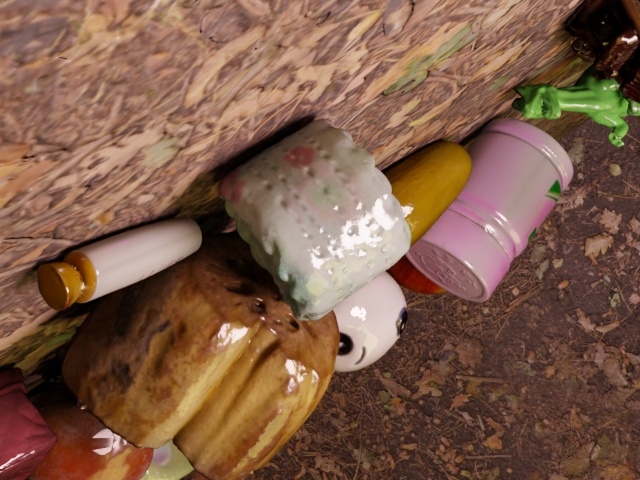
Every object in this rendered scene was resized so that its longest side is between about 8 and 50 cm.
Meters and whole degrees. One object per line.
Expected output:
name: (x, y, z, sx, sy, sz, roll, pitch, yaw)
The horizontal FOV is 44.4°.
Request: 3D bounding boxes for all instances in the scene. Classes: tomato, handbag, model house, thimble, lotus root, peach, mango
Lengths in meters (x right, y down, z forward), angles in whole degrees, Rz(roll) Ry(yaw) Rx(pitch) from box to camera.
tomato: (-0.344, 0.297, 1.179, 0.214, 0.180, 0.155, -4, 172, -32)
handbag: (-0.448, 0.270, 1.030, 0.146, 0.135, 0.225, -25, 164, -44)
model house: (0.534, -0.265, 1.203, 0.297, 0.282, 0.317, -32, 171, -17)
thimble: (-0.005, -0.015, 0.849, 0.149, 0.185, 0.211, -34, 148, -10)
lotus root: (-0.129, 0.133, 0.951, 0.250, 0.316, 0.316, -49, 166, 24)
peach: (0.256, -0.013, 1.795, 0.281, 0.238, 0.280, 17, 90, -88)
mango: (0.142, -0.063, 1.406, 0.332, 0.142, 0.195, -41, 177, -3)

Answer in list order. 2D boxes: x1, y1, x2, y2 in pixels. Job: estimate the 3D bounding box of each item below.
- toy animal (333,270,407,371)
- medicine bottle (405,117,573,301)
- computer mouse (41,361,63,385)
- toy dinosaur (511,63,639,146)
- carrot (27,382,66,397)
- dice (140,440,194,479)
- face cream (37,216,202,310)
toy animal: (-0.005, 0.070, 1.143, 0.213, 0.266, 0.212, -28, 173, -4)
medicine bottle: (0.334, -0.063, 1.563, 0.325, 0.212, 0.212, -53, 178, -17)
computer mouse: (-0.303, 0.170, 1.186, 0.242, 0.077, 0.146, -12, 167, -42)
toy dinosaur: (0.547, -0.327, 1.542, 0.375, 0.144, 0.500, 3, -148, 4)
carrot: (-0.504, 0.305, 1.277, 0.229, 0.069, 0.069, -35, 172, 2)
dice: (-0.367, 0.355, 1.429, 0.254, 0.252, 0.250, -35, 172, 26)
face cream: (-0.199, 0.019, 0.799, 0.182, 0.051, 0.072, -26, 170, -49)
